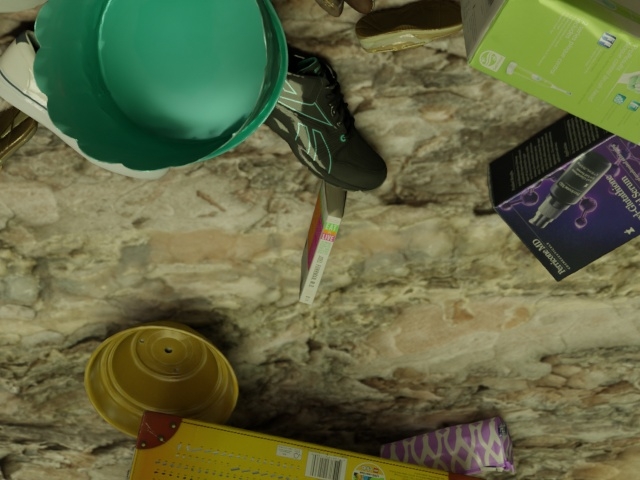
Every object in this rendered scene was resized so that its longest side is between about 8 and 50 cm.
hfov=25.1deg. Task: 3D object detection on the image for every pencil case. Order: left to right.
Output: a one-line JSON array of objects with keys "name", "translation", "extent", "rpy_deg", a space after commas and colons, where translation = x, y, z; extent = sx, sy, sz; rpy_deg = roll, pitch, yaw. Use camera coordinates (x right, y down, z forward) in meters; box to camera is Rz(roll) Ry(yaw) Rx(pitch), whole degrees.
[{"name": "pencil case", "translation": [0.189, 0.323, 2.124], "extent": [0.206, 0.088, 0.086], "rpy_deg": [-16, 145, 17]}]

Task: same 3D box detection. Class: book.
[{"name": "book", "translation": [0.000, 0.000, 1.905], "extent": [0.035, 0.096, 0.144], "rpy_deg": [14, 125, -7]}]

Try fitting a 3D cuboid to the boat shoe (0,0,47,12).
[{"name": "boat shoe", "translation": [-0.324, -0.338, 1.706], "extent": [0.219, 0.070, 0.078], "rpy_deg": [-19, 141, 10]}]

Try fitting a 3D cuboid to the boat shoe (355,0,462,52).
[{"name": "boat shoe", "translation": [0.112, -0.259, 1.755], "extent": [0.135, 0.050, 0.045], "rpy_deg": [-6, 148, 7]}]

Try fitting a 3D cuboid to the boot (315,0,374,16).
[{"name": "boot", "translation": [0.026, -0.286, 1.693], "extent": [0.037, 0.114, 0.106], "rpy_deg": [-31, 118, 22]}]

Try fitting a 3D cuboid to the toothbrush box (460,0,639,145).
[{"name": "toothbrush box", "translation": [0.313, -0.237, 1.658], "extent": [0.283, 0.206, 0.122], "rpy_deg": [25, 122, -13]}]

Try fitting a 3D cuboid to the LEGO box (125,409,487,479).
[{"name": "LEGO box", "translation": [-0.047, 0.448, 2.081], "extent": [0.500, 0.193, 0.372], "rpy_deg": [12, 148, -3]}]

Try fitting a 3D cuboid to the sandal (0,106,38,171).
[{"name": "sandal", "translation": [-0.436, -0.111, 1.878], "extent": [0.180, 0.072, 0.049], "rpy_deg": [-31, 151, 14]}]

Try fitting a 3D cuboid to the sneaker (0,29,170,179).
[{"name": "sneaker", "translation": [-0.289, -0.168, 1.806], "extent": [0.258, 0.094, 0.091], "rpy_deg": [30, 122, -17]}]

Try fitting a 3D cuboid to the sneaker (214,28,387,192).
[{"name": "sneaker", "translation": [-0.008, -0.160, 1.794], "extent": [0.267, 0.101, 0.106], "rpy_deg": [36, 117, -21]}]

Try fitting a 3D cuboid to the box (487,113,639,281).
[{"name": "box", "translation": [0.340, -0.071, 1.831], "extent": [0.207, 0.108, 0.153], "rpy_deg": [-34, 117, 23]}]

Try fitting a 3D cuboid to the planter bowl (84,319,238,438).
[{"name": "planter bowl", "translation": [-0.222, 0.181, 2.046], "extent": [0.217, 0.090, 0.217], "rpy_deg": [1, 125, 1]}]

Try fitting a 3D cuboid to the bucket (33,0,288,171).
[{"name": "bucket", "translation": [-0.173, -0.217, 1.661], "extent": [0.281, 0.183, 0.281], "rpy_deg": [2, 100, 10]}]
